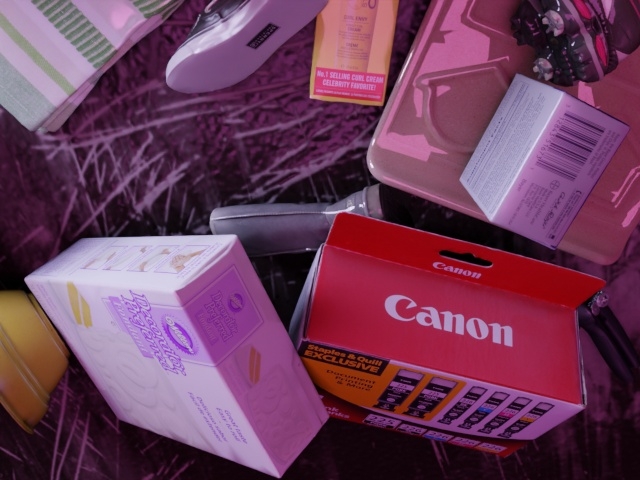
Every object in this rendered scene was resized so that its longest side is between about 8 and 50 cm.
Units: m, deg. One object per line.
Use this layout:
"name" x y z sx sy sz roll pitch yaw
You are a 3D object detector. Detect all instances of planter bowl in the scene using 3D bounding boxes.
"planter bowl" -0.386 0.130 0.825 0.090 0.217 0.217 -33 115 -22

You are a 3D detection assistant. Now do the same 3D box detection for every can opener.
"can opener" 0.366 0.114 0.840 0.186 0.073 0.059 43 71 -20

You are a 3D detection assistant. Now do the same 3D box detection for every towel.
"towel" -0.281 -0.295 0.677 0.325 0.038 0.248 -36 108 19

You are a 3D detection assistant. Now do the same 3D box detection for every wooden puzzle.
"wooden puzzle" 0.255 -0.180 0.690 0.322 0.080 0.347 20 110 -7

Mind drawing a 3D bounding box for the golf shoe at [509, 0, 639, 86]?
"golf shoe" 0.210 -0.275 0.570 0.120 0.105 0.272 -34 114 -6

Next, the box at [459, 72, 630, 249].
"box" 0.204 -0.080 0.612 0.072 0.137 0.126 23 110 -9

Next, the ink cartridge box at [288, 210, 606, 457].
"ink cartridge box" 0.125 0.122 0.743 0.310 0.130 0.271 14 145 -4

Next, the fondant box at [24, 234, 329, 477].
"fondant box" -0.175 0.118 0.740 0.330 0.096 0.238 -2 122 43

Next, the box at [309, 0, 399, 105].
"box" 0.039 -0.262 0.665 0.087 0.058 0.232 7 116 -2

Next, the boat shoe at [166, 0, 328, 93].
"boat shoe" -0.083 -0.230 0.677 0.219 0.070 0.078 -25 157 32

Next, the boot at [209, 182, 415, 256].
"boot" 0.000 -0.002 0.775 0.209 0.076 0.189 -14 147 22
